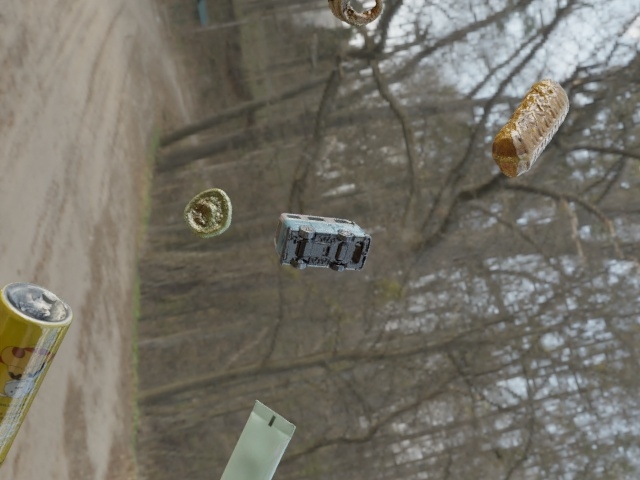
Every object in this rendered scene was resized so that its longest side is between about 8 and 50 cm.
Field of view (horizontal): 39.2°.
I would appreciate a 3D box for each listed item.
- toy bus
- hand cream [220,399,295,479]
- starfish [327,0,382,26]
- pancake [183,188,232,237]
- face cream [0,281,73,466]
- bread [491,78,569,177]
[{"bbox_3d":[0.000,0.000,1.241,0.075,0.123,0.060,-123,-137,-56],"label":"toy bus"},{"bbox_3d":[-0.144,0.432,1.496,0.109,0.067,0.321,23,-91,47],"label":"hand cream"},{"bbox_3d":[0.058,-0.356,1.086,0.146,0.074,0.190,-39,-133,32],"label":"starfish"},{"bbox_3d":[-0.221,-0.054,1.785,0.017,0.108,0.108,52,20,-64],"label":"pancake"},{"bbox_3d":[-0.462,0.228,1.260,0.349,0.105,0.105,-60,-156,17],"label":"face cream"},{"bbox_3d":[0.226,-0.122,0.962,0.044,0.157,0.052,-14,-65,42],"label":"bread"}]
